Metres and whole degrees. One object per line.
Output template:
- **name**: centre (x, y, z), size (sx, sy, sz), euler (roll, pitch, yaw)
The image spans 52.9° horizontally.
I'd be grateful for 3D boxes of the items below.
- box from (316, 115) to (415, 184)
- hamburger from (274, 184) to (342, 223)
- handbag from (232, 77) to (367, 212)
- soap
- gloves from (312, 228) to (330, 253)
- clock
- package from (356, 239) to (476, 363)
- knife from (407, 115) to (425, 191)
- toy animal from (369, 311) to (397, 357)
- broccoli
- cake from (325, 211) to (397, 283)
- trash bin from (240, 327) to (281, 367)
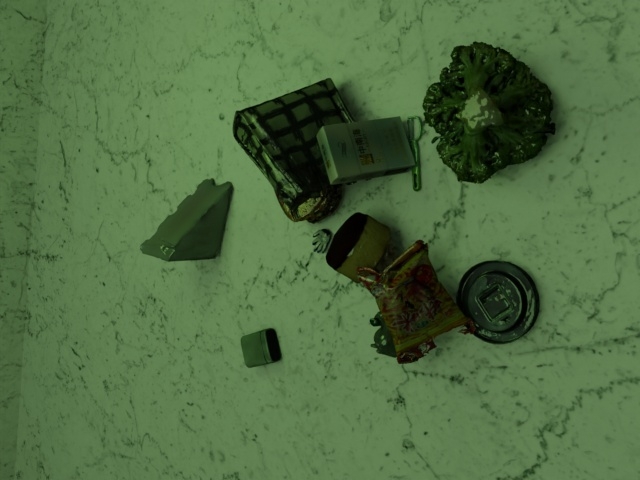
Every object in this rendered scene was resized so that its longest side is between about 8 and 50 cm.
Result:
- **box**: centre (0.125, -0.248, 1.767), size (0.067, 0.242, 0.155), euler (134, 121, -65)
- **hamburger**: centre (-0.037, -0.163, 1.998), size (0.231, 0.106, 0.231), euler (-2, 86, 39)
- **handbag**: centre (-0.038, -0.279, 1.857), size (0.327, 0.325, 0.162), euler (57, 157, 16)
- **soap**: centre (-0.469, -0.076, 2.263), size (0.159, 0.257, 0.302), euler (20, 104, 39)
- **gloves**: centre (0.000, 0.000, 2.025), size (0.064, 0.026, 0.086), euler (40, 121, 33)
- **clock**: centre (0.452, 0.156, 1.644), size (0.215, 0.042, 0.215), euler (2, 93, 40)
- **package**: centre (0.249, 0.157, 1.697), size (0.223, 0.108, 0.288), euler (-27, 88, 14)
- **knife**: centre (0.271, -0.243, 1.793), size (0.054, 0.015, 0.212), euler (-2, 90, 38)
- **toy animal**: centre (0.222, 0.199, 1.808), size (0.125, 0.127, 0.251), euler (13, 87, 50)
- **broccoli**: centre (0.383, -0.299, 1.529), size (0.321, 0.283, 0.304), euler (47, 111, 7)
- **cake**: centre (0.139, 0.036, 1.836), size (0.185, 0.178, 0.207), euler (-58, 22, 3)
- **trash bin**: centre (-0.205, 0.367, 2.192), size (0.130, 0.059, 0.116), euler (-21, 77, 40)
